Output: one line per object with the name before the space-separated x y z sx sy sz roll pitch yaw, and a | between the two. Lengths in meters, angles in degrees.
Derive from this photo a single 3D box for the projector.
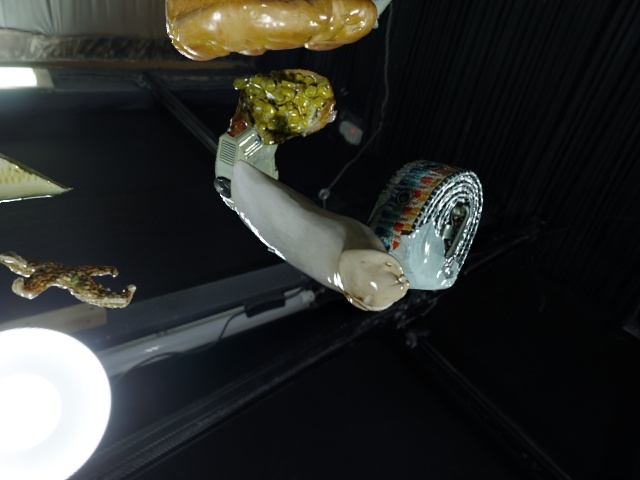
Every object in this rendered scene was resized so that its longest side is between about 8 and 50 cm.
projector | -0.193 -0.190 1.377 0.088 0.269 0.193 31 -124 20

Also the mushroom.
mushroom | 0.001 0.000 0.863 0.397 0.177 0.126 33 -96 39

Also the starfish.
starfish | -0.307 0.055 0.626 0.150 0.053 0.209 18 178 -1

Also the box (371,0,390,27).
box | 0.053 -0.620 1.166 0.221 0.166 0.290 27 -135 -30

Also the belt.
belt | 0.203 -0.028 1.003 0.150 0.257 0.207 22 174 45

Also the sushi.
sushi | -0.091 -0.296 1.131 0.296 0.166 0.179 18 -142 36

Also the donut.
donut | -0.079 -0.363 0.789 0.317 0.150 0.299 -16 -162 -29

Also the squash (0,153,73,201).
squash | -0.614 -0.160 0.958 0.252 0.169 0.093 -10 -162 -29

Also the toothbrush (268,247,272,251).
toothbrush | -0.050 0.037 1.119 0.030 0.025 0.342 12 -178 -25
